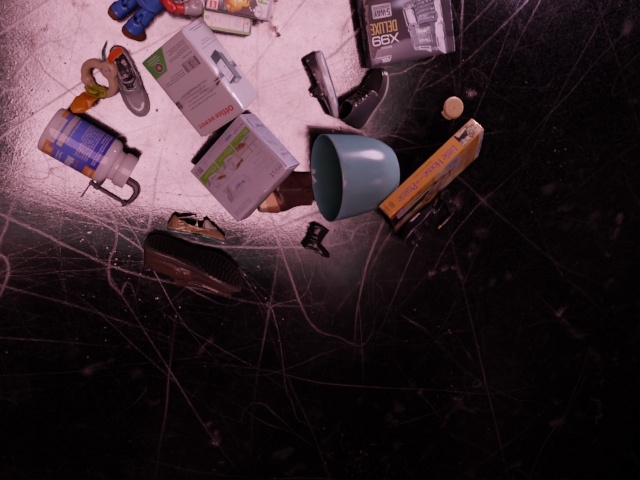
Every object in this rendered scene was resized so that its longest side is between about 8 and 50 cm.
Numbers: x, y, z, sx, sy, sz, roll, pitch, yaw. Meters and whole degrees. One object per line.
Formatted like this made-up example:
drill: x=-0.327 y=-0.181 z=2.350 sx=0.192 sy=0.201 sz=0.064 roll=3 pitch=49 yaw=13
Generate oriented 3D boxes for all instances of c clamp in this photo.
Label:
c clamp: x=-0.690 y=-0.167 z=1.894 sx=0.161 sy=0.022 sz=0.137 roll=28 pitch=94 yaw=-18

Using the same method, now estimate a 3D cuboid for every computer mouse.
computer mouse: x=0.399 y=-0.073 z=2.134 sx=0.262 sy=0.060 sz=0.184 roll=-51 pitch=146 yaw=3

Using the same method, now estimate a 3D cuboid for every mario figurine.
mario figurine: x=-0.468 y=-0.736 z=1.691 sx=0.320 sy=0.170 sz=0.198 roll=-29 pitch=140 yaw=25

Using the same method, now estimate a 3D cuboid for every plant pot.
plant pot: x=0.125 y=-0.223 z=1.932 sx=0.235 sy=0.293 sz=0.293 roll=-9 pitch=109 yaw=-19

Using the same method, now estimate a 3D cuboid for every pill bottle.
pill bottle: x=-0.717 y=-0.278 z=1.780 sx=0.272 sy=0.152 sz=0.152 roll=31 pitch=98 yaw=-19

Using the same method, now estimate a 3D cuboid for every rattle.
rattle: x=-0.674 y=-0.488 z=1.696 sx=0.143 sy=0.200 sz=0.130 roll=-36 pitch=97 yaw=-45

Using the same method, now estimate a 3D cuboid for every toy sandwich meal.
toy sandwich meal: x=0.476 y=-0.477 z=2.063 sx=0.086 sy=0.029 sz=0.085 roll=-3 pitch=103 yaw=-14

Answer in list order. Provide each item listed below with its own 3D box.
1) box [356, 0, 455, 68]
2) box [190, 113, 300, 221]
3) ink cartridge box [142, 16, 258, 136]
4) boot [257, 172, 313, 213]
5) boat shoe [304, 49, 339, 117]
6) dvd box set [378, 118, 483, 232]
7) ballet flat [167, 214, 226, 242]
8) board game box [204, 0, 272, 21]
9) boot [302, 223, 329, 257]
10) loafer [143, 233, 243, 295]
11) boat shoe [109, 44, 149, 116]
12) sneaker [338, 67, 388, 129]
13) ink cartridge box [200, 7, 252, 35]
box: x=0.286 y=-0.729 z=1.914 sx=0.307 sy=0.076 sz=0.242 roll=-13 pitch=109 yaw=-9
box: x=-0.242 y=-0.235 z=1.840 sx=0.231 sy=0.127 sz=0.262 roll=46 pitch=112 yaw=1
ink cartridge box: x=-0.368 y=-0.497 z=1.762 sx=0.211 sy=0.121 sz=0.289 roll=-20 pitch=117 yaw=36
boot: x=-0.134 y=-0.223 z=1.986 sx=0.207 sy=0.090 sz=0.248 roll=-12 pitch=106 yaw=-23
boat shoe: x=0.003 y=-0.518 z=1.919 sx=0.076 sy=0.080 sz=0.228 roll=-14 pitch=114 yaw=12
dvd box set: x=0.387 y=-0.212 z=1.990 sx=0.420 sy=0.307 sz=0.062 roll=-43 pitch=76 yaw=2
ballet flat: x=-0.420 y=-0.045 z=1.968 sx=0.206 sy=0.073 sz=0.067 roll=13 pitch=89 yaw=-20
board game box: x=-0.221 y=-0.814 z=1.657 sx=0.193 sy=0.053 sz=0.305 roll=5 pitch=108 yaw=-18
boot: x=0.000 y=0.000 z=2.092 sx=0.121 sy=0.045 sz=0.099 roll=26 pitch=96 yaw=-18
loafer: x=-0.447 y=0.099 z=1.989 sx=0.366 sy=0.134 sz=0.130 roll=26 pitch=125 yaw=-9
boat shoe: x=-0.601 y=-0.494 z=1.779 sx=0.079 sy=0.081 sz=0.227 roll=-20 pitch=110 yaw=-6
sneaker: x=0.149 y=-0.489 z=1.927 sx=0.118 sy=0.083 sz=0.222 roll=8 pitch=110 yaw=-54
ink cartridge box: x=-0.269 y=-0.677 z=1.785 sx=0.209 sy=0.109 sz=0.062 roll=3 pitch=106 yaw=-14
